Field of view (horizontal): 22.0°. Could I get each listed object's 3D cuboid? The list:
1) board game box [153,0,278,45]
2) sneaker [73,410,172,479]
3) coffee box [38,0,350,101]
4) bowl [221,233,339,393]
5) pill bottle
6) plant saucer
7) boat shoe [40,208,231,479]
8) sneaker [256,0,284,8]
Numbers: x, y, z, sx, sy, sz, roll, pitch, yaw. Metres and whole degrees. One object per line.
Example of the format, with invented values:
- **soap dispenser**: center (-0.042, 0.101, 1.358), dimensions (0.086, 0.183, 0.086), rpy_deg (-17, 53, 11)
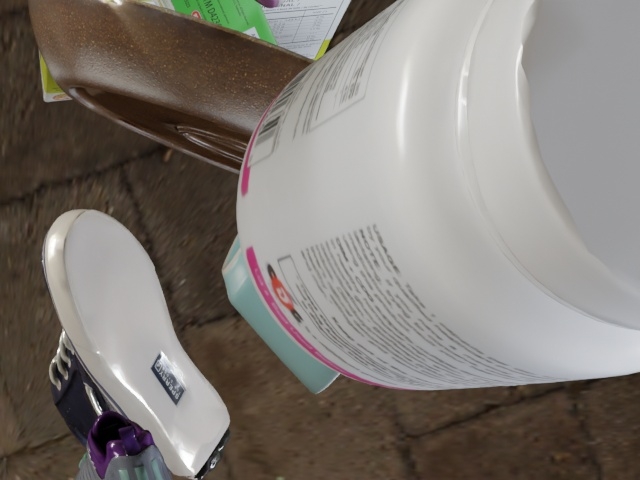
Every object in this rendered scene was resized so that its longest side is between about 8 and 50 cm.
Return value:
- **board game box**: center (-0.139, -0.279, 1.352), dimensions (0.064, 0.316, 0.242), rpy_deg (-27, 127, -4)
- **sneaker**: center (-0.164, 0.183, 1.372), dimensions (0.083, 0.224, 0.098), rpy_deg (-15, 95, -20)
- **coffee box**: center (-0.167, -0.378, 1.891), dimensions (0.338, 0.334, 0.337), rpy_deg (-6, 79, -10)
- **bowl**: center (0.000, 0.000, 1.858), dimensions (0.163, 0.311, 0.311), rpy_deg (29, 78, -7)
- **pill bottle**: center (0.077, -0.026, 0.619), dimensions (0.160, 0.283, 0.160), rpy_deg (2, 83, -17)
- **plant saucer**: center (-0.040, -0.073, 1.013), dimensions (0.311, 0.310, 0.050), rpy_deg (20, 86, -8)
- **boat shoe**: center (-0.230, 0.111, 1.667), dimensions (0.127, 0.158, 0.340), rpy_deg (-56, 134, -40)
- **sneaker**: center (-0.070, -0.235, 1.021), dimensions (0.104, 0.236, 0.095), rpy_deg (-53, 138, 2)
